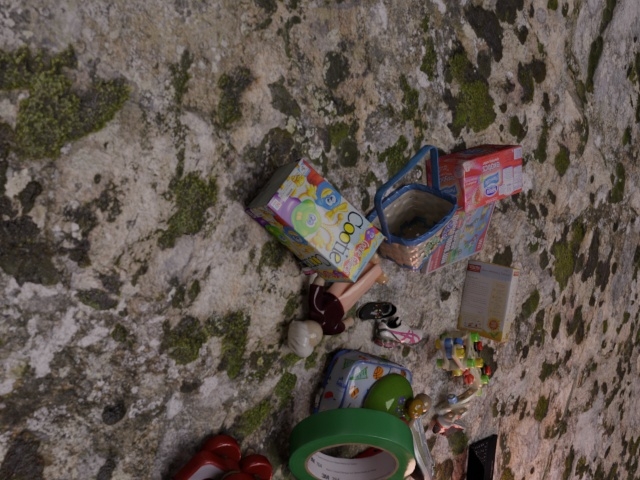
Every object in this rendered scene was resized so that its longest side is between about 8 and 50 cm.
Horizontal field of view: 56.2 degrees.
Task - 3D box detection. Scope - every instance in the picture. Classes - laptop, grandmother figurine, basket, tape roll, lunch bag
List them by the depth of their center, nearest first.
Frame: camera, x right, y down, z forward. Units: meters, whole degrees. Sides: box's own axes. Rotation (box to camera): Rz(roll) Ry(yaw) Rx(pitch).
[{"bbox_3d":[0.080,0.542,1.536,0.321,0.321,0.077,49,28,-35],"label":"tape roll"},{"bbox_3d":[0.036,0.163,1.559,0.342,0.104,0.208,-46,116,-28],"label":"grandmother figurine"},{"bbox_3d":[0.250,-0.084,1.624,0.255,0.201,0.289,-43,133,-26],"label":"basket"},{"bbox_3d":[0.116,0.440,1.671,0.303,0.115,0.243,21,86,-42],"label":"lunch bag"},{"bbox_3d":[0.597,0.857,2.144,0.264,0.136,0.234,-3,101,-40],"label":"laptop"}]

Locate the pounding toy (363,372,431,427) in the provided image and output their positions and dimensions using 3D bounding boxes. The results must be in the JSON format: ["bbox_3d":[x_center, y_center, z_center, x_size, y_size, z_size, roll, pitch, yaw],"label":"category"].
[{"bbox_3d":[0.228,0.476,1.631,0.237,0.110,0.183,39,77,-41],"label":"pounding toy"}]

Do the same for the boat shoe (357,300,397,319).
[{"bbox_3d":[0.162,0.201,1.711,0.133,0.042,0.049,-5,104,-39],"label":"boat shoe"}]

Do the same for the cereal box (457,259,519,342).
[{"bbox_3d":[0.544,0.193,1.949,0.047,0.173,0.240,7,95,-41],"label":"cereal box"}]

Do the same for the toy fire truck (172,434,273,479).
[{"bbox_3d":[-0.231,0.618,1.387,0.254,0.169,0.302,-46,125,-2],"label":"toy fire truck"}]

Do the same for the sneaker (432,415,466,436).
[{"bbox_3d":[0.427,0.627,2.021,0.158,0.061,0.065,19,113,-40],"label":"sneaker"}]

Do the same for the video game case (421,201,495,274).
[{"bbox_3d":[0.433,-0.019,1.870,0.285,0.025,0.204,-18,128,-37],"label":"video game case"}]

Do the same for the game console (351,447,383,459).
[{"bbox_3d":[0.100,0.803,1.760,0.386,0.060,0.342,-16,108,-37],"label":"game console"}]

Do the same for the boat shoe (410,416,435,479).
[{"bbox_3d":[0.292,0.626,1.855,0.103,0.118,0.320,-32,111,-27],"label":"boat shoe"}]

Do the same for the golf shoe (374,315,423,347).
[{"bbox_3d":[0.241,0.268,1.769,0.186,0.067,0.086,3,100,-41],"label":"golf shoe"}]

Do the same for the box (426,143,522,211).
[{"bbox_3d":[0.476,-0.197,1.836,0.300,0.142,0.154,-20,111,-36],"label":"box"}]

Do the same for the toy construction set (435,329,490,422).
[{"bbox_3d":[0.460,0.425,1.935,0.215,0.151,0.327,-49,138,-53],"label":"toy construction set"}]

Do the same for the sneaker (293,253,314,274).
[{"bbox_3d":[0.000,0.000,1.517,0.077,0.072,0.178,49,61,-24],"label":"sneaker"}]

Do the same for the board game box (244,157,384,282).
[{"bbox_3d":[-0.012,-0.039,1.399,0.275,0.142,0.144,42,70,-20],"label":"board game box"}]
